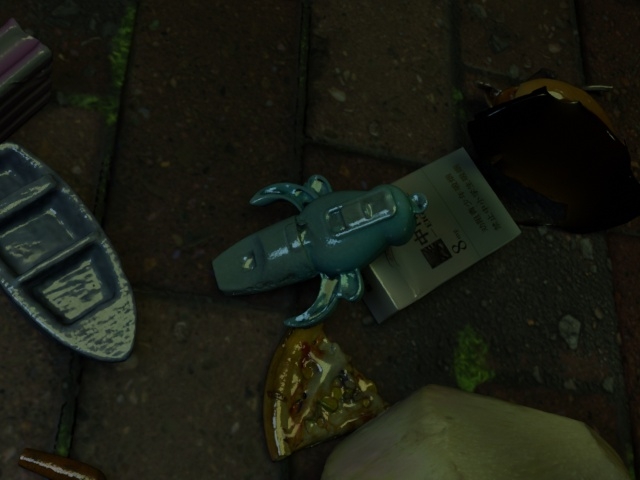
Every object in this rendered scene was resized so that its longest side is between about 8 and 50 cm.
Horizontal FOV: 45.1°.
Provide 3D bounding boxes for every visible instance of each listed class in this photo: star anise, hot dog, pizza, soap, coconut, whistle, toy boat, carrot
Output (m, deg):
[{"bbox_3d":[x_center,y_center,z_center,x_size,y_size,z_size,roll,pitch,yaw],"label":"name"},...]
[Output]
[{"bbox_3d":[0.365,-0.249,1.210,0.218,0.148,0.227,36,50,-7],"label":"star anise"},{"bbox_3d":[0.331,-0.130,1.113,0.326,0.194,0.107,47,26,-42],"label":"hot dog"},{"bbox_3d":[0.011,0.197,0.932,0.176,0.036,0.185,29,62,-8],"label":"pizza"},{"bbox_3d":[-0.394,-0.146,0.871,0.065,0.122,0.203,38,60,-4],"label":"soap"},{"bbox_3d":[0.161,0.311,0.793,0.352,0.352,0.353,8,66,-18],"label":"coconut"},{"bbox_3d":[0.000,0.000,0.930,0.273,0.093,0.186,-20,70,9],"label":"whistle"},{"bbox_3d":[-0.299,0.023,0.862,0.127,0.078,0.283,-34,84,-30],"label":"toy boat"},{"bbox_3d":[-0.269,0.243,0.810,0.093,0.032,0.032,23,62,-6],"label":"carrot"}]

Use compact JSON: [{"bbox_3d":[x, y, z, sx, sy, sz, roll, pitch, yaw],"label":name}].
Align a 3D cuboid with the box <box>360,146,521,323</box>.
[{"bbox_3d":[0.138,-0.012,1.050,0.242,0.067,0.155,-27,78,-28],"label":"box"}]
